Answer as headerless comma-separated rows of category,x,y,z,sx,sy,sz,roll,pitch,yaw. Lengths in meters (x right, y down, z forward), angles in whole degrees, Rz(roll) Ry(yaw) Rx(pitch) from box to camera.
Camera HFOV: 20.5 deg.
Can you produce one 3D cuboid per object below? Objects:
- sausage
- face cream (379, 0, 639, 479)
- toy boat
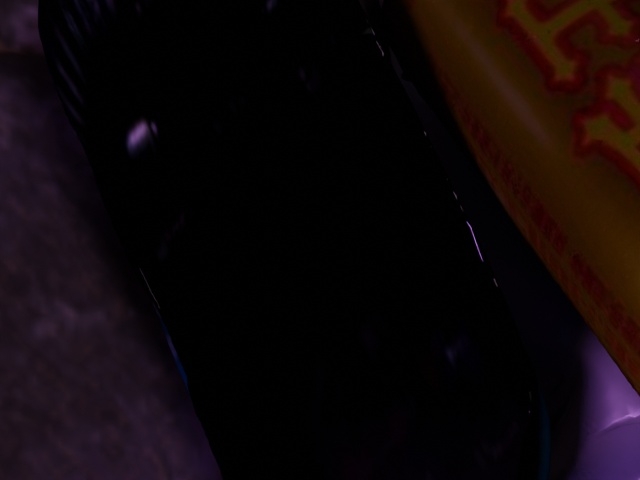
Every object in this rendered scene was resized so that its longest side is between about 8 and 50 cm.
sausage,0.131,-0.010,0.643,0.117,0.125,0.317,38,17,-51
face cream,0.140,-0.028,0.816,0.234,0.137,0.420,6,51,-20
toy boat,0.000,0.000,0.717,0.299,0.134,0.092,66,15,10
